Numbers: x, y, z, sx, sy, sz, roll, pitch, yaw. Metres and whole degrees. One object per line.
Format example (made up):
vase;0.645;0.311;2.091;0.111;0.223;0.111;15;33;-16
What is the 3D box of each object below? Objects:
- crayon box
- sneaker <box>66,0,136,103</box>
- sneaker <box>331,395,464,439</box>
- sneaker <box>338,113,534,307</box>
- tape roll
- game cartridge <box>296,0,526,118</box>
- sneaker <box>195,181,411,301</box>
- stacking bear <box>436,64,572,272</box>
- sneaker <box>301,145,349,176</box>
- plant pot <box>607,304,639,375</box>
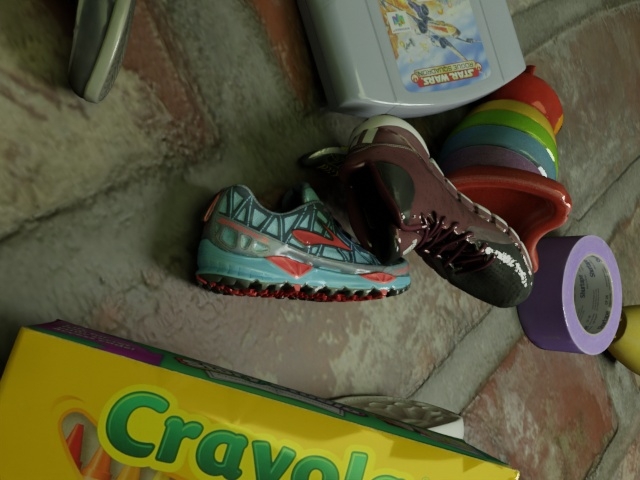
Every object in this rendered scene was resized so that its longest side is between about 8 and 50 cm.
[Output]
crayon box;-0.077;0.260;0.415;0.363;0.106;0.313;18;84;-9
sneaker;-0.214;-0.233;0.481;0.118;0.083;0.222;10;88;-18
sneaker;0.020;0.304;0.597;0.323;0.130;0.236;1;93;-41
sneaker;0.115;0.004;0.617;0.281;0.106;0.162;44;36;-8
tape roll;0.405;0.086;0.931;0.189;0.080;0.189;4;84;-38
game cartridge;0.125;-0.256;0.710;0.297;0.062;0.198;-18;87;-27
sneaker;0.000;0.000;0.606;0.262;0.104;0.125;9;79;-38
stacking bear;0.251;-0.119;0.779;0.175;0.164;0.289;95;19;-52
sneaker;0.015;-0.090;0.667;0.083;0.031;0.035;-13;96;-38
plant pot;0.564;0.168;1.032;0.095;0.134;0.134;21;73;-10
